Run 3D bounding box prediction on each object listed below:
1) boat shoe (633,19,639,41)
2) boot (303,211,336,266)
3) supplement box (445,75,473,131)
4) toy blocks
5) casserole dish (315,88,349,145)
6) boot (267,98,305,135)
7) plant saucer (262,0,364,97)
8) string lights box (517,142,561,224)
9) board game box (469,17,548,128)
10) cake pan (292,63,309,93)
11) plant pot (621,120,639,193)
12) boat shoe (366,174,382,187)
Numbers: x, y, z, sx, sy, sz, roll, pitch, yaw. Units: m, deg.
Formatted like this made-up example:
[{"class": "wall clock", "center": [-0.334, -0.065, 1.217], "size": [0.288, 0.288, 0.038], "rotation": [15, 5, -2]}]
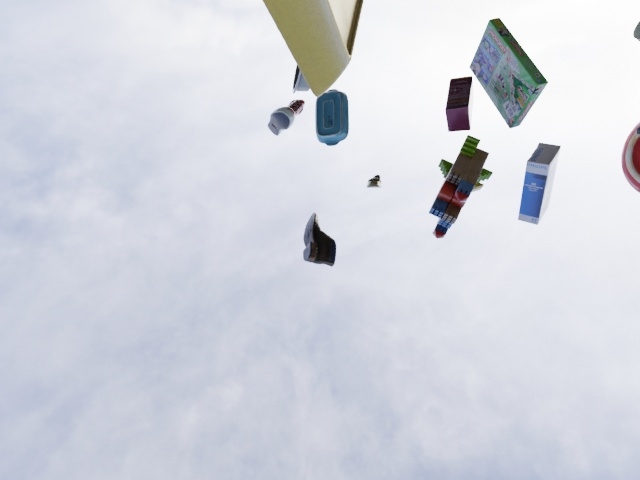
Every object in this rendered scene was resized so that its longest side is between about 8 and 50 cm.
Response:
[{"class": "boat shoe", "center": [0.685, -0.464, 0.871], "size": [0.043, 0.137, 0.049], "rotation": [-5, -135, -33]}, {"class": "boot", "center": [0.000, 0.000, 1.565], "size": [0.106, 0.082, 0.219], "rotation": [21, -131, -20]}, {"class": "supplement box", "center": [0.506, -0.495, 1.591], "size": [0.081, 0.104, 0.188], "rotation": [1, -128, 24]}, {"class": "toy blocks", "center": [0.491, -0.169, 1.634], "size": [0.190, 0.381, 0.261], "rotation": [26, -109, 10]}, {"class": "casserole dish", "center": [0.032, -0.399, 1.406], "size": [0.114, 0.037, 0.188], "rotation": [-2, -94, 22]}, {"class": "boot", "center": [-0.116, -0.524, 1.764], "size": [0.088, 0.244, 0.176], "rotation": [46, -102, -14]}, {"class": "plant saucer", "center": [0.010, -0.485, 0.772], "size": [0.081, 0.333, 0.333], "rotation": [6, -104, 20]}, {"class": "string lights box", "center": [0.777, -0.200, 1.566], "size": [0.076, 0.260, 0.133], "rotation": [21, -128, 33]}, {"class": "board game box", "center": [0.649, -0.586, 1.545], "size": [0.046, 0.213, 0.317], "rotation": [-17, -113, -10]}, {"class": "cake pan", "center": [-0.039, -0.658, 1.538], "size": [0.054, 0.293, 0.293], "rotation": [11, -119, -11]}, {"class": "plant pot", "center": [0.668, -0.151, 0.792], "size": [0.174, 0.191, 0.191], "rotation": [1, -119, -20]}, {"class": "boat shoe", "center": [0.208, -0.226, 1.673], "size": [0.056, 0.153, 0.048], "rotation": [3, -80, 18]}]
